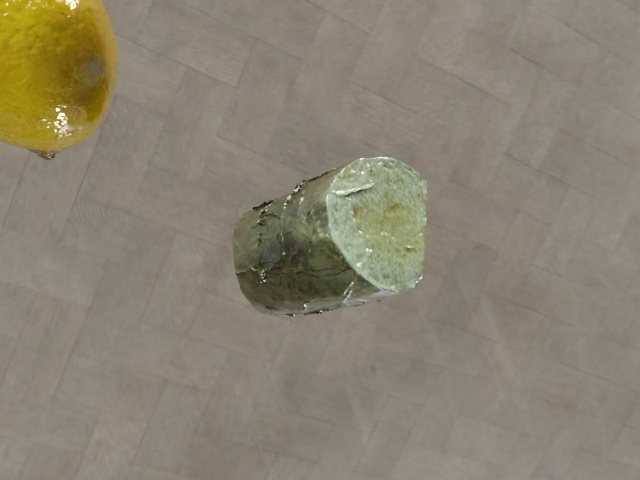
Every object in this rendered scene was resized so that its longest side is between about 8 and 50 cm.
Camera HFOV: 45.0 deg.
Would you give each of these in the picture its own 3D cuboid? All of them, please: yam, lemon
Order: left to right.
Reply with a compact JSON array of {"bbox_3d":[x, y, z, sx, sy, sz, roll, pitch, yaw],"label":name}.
[{"bbox_3d":[-0.319,-0.204,0.856,0.188,0.188,0.257,-13,127,-16],"label":"lemon"},{"bbox_3d":[-0.004,0.002,1.137,0.201,0.271,0.202,16,66,-34],"label":"yam"}]
